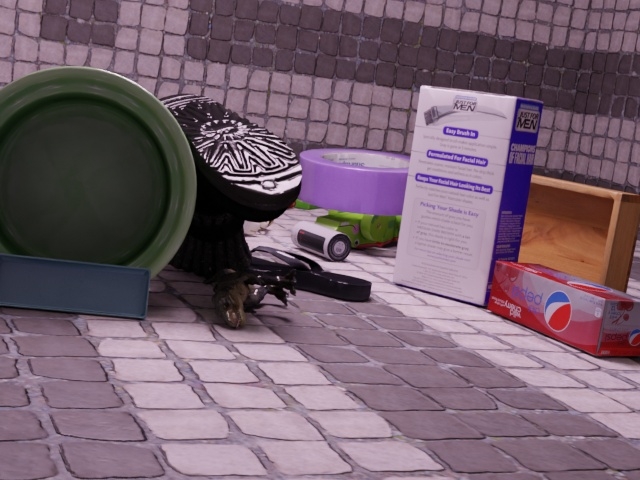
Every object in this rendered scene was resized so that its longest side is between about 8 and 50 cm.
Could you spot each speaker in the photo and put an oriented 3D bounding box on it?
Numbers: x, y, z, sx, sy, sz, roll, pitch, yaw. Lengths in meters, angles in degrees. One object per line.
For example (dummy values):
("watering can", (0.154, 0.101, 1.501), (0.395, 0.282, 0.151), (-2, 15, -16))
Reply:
("speaker", (0.000, 0.000, 2.014), (0.055, 0.055, 0.136), (2, 11, -33))

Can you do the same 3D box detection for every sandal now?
("sandal", (-0.038, 0.042, 1.696), (0.254, 0.054, 0.097), (10, 9, 17))

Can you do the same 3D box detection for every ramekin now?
("ramekin", (-0.321, -0.072, 1.424), (0.303, 0.303, 0.148), (6, 2, -11))

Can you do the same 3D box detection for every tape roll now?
("tape roll", (0.091, -0.122, 2.172), (0.275, 0.090, 0.275), (4, 14, -1))

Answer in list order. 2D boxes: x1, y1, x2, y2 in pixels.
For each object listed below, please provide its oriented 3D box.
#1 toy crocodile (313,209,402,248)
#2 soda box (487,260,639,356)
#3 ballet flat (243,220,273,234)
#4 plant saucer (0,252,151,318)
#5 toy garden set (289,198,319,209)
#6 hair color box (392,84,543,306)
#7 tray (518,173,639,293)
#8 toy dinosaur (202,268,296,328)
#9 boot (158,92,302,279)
("toy crocodile", (0.111, -0.031, 2.219), (0.115, 0.105, 0.340), (14, 15, 35))
("soda box", (0.362, 0.098, 1.594), (0.092, 0.083, 0.263), (4, 8, -27))
("ballet flat", (-0.142, -0.044, 2.153), (0.067, 0.073, 0.206), (24, 16, 12))
("plant saucer", (-0.310, 0.059, 1.338), (0.192, 0.067, 0.018), (6, -19, -10))
("toy garden set", (-0.134, -0.123, 2.728), (0.244, 0.049, 0.204), (11, 9, 23))
("hair color box", (0.242, -0.077, 1.781), (0.185, 0.338, 0.110), (14, 11, 37))
("tray", (0.396, -0.019, 1.992), (0.076, 0.202, 0.411), (3, 10, -37))
("toy dinosaur", (-0.098, 0.066, 1.483), (0.118, 0.064, 0.268), (0, 6, -9))
("boot", (-0.138, -0.042, 1.558), (0.131, 0.260, 0.348), (-13, 32, -26))
